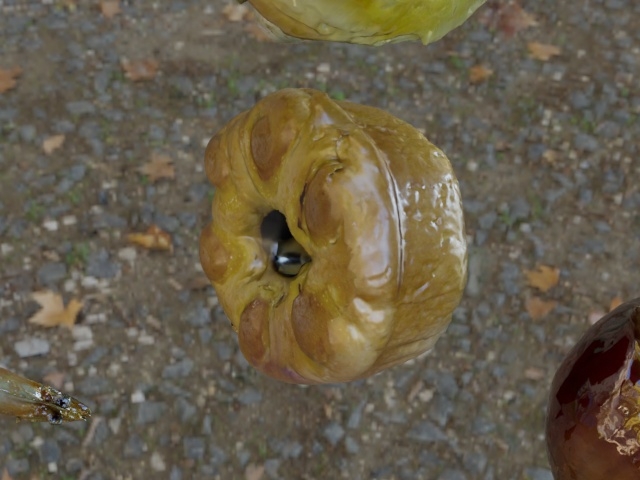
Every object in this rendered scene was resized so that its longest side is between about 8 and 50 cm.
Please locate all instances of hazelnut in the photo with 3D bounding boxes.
[{"bbox_3d":[0.293,0.152,0.940,0.230,0.229,0.229,1,39,-1],"label":"hazelnut"}]

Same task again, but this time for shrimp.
[{"bbox_3d":[-0.443,0.190,1.468,0.294,0.062,0.154,23,-8,-14],"label":"shrimp"}]

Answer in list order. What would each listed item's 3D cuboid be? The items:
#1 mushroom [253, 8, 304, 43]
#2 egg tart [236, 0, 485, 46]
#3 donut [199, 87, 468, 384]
[{"bbox_3d":[-0.020,-0.185,0.805,0.067,0.083,0.083,31,41,-6],"label":"mushroom"},{"bbox_3d":[0.035,-0.240,0.504,0.315,0.315,0.120,-29,48,-33],"label":"egg tart"},{"bbox_3d":[0.000,0.000,1.070,0.150,0.299,0.317,-4,37,-32],"label":"donut"}]
